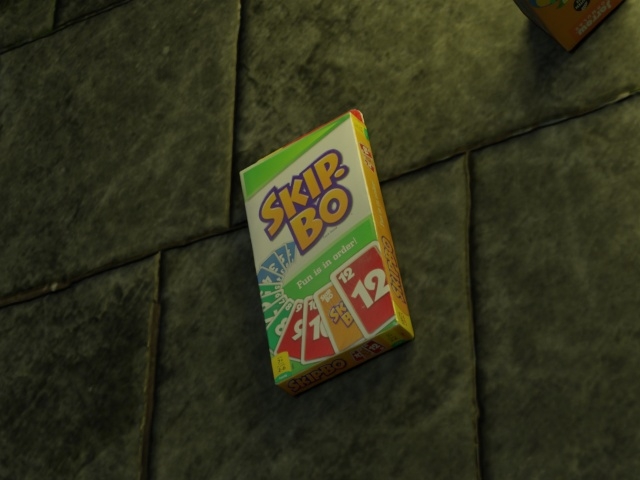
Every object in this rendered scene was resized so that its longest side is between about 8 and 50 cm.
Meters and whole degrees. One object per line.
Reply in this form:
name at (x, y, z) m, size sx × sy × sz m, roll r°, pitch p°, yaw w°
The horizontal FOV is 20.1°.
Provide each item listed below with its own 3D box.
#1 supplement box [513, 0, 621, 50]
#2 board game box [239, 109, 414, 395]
supplement box at (0.163, -0.254, 1.477) m, size 0.078 × 0.233 × 0.080 m, roll -45°, pitch 50°, yaw 5°
board game box at (0.000, 0.000, 1.582) m, size 0.124 × 0.039 × 0.259 m, roll -27°, pitch 48°, yaw 20°
